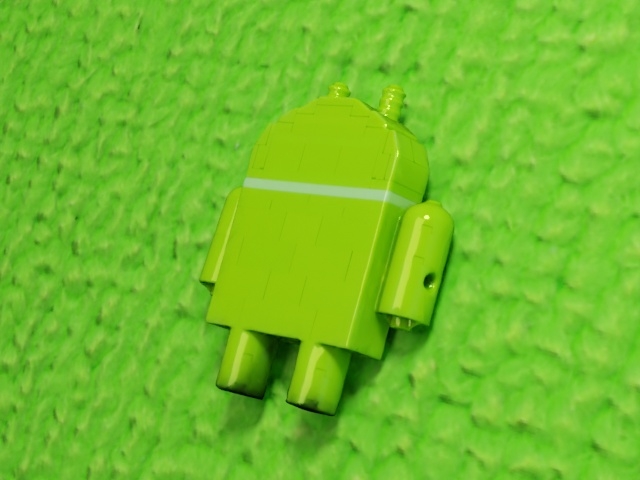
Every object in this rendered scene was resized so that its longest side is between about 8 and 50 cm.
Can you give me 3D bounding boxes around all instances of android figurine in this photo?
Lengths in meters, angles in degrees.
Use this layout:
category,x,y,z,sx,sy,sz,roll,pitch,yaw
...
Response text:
category,x,y,z,sx,sy,sz,roll,pitch,yaw
android figurine,0.000,0.000,1.340,0.248,0.056,0.272,5,76,45
